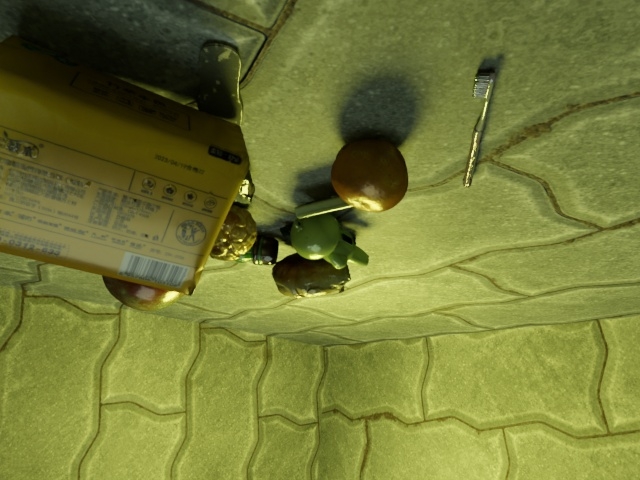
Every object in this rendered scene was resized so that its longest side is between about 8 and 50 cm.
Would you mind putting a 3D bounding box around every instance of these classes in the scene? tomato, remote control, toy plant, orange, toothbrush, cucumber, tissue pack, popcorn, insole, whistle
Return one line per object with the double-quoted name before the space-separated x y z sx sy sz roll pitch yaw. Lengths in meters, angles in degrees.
"tomato" -0.520 0.100 1.494 0.269 0.223 0.270 15 -157 -6
"remote control" 0.054 -0.092 1.127 0.233 0.038 0.098 -11 -172 37
"toy plant" -0.209 0.026 1.485 0.162 0.093 0.093 8 160 0
"orange" 0.098 -0.127 0.954 0.154 0.134 0.155 27 167 7
"toothbrush" 0.276 -0.184 0.890 0.029 0.024 0.354 6 161 13
"cucumber" 0.002 -0.001 1.405 0.245 0.067 0.067 14 158 -22
"tissue pack" -0.348 -0.105 0.808 0.381 0.228 0.294 17 116 -26
"popcorn" -0.256 -0.028 1.286 0.179 0.180 0.170 -11 -167 37
"insole" -0.169 -0.249 0.836 0.081 0.011 0.248 7 161 -9
"whistle" 0.018 0.012 1.314 0.141 0.141 0.294 -6 151 28

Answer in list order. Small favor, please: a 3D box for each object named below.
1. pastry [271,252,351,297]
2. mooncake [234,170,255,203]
"pastry" -0.027 0.106 1.497 0.235 0.121 0.257 -9 -167 3
"mooncake" -0.206 -0.133 1.073 0.125 0.073 0.130 3 162 -4
